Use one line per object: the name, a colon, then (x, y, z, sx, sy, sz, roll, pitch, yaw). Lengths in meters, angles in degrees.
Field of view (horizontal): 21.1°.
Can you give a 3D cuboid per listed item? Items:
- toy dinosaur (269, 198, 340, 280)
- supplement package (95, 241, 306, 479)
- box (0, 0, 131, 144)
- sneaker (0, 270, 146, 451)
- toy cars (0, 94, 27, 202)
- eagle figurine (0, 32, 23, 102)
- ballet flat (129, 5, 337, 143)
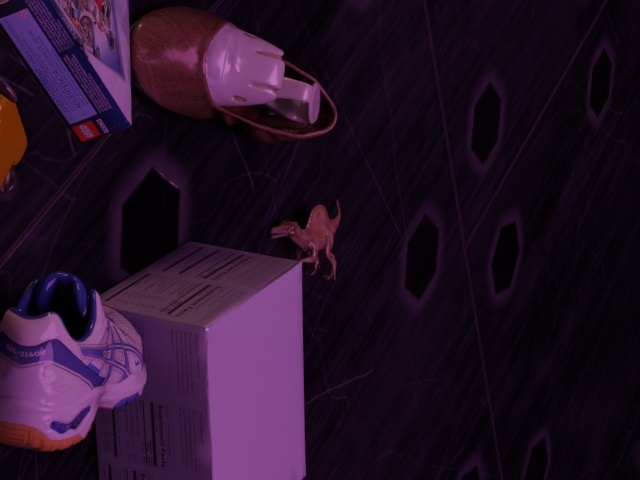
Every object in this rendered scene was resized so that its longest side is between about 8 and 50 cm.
toy dinosaur: (0.000, 0.000, 2.117, 0.183, 0.053, 0.093, -18, 113, -62)
supplement package: (-0.124, 0.162, 1.810, 0.204, 0.145, 0.262, -35, 130, -56)
box: (-0.192, -0.203, 1.242, 0.233, 0.044, 0.159, -98, 163, -46)
sneaker: (-0.218, 0.087, 1.551, 0.296, 0.111, 0.131, -66, 164, -77)
toy cars: (-0.333, 0.061, 1.416, 0.176, 0.087, 0.394, -21, 123, -74)
eagle figurine: (-0.303, -0.238, 1.254, 0.225, 0.226, 0.298, -15, 121, -39)
ballet flat: (-0.075, -0.167, 1.819, 0.342, 0.124, 0.116, 26, 75, -63)
